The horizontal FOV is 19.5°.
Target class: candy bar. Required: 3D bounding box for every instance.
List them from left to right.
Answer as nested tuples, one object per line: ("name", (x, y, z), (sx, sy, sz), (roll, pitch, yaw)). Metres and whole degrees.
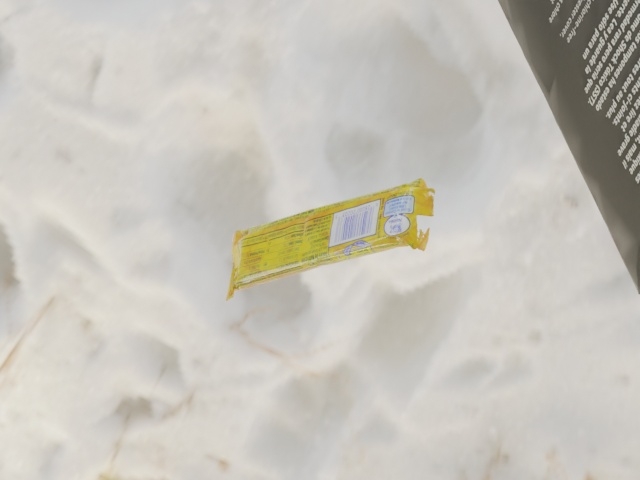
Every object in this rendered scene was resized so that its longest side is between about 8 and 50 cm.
("candy bar", (0.000, 0.000, 0.965), (0.018, 0.040, 0.161), (24, 155, -36))

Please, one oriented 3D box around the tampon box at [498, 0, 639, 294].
("tampon box", (0.127, -0.081, 0.519), (0.120, 0.161, 0.101), (-5, 147, -23))
